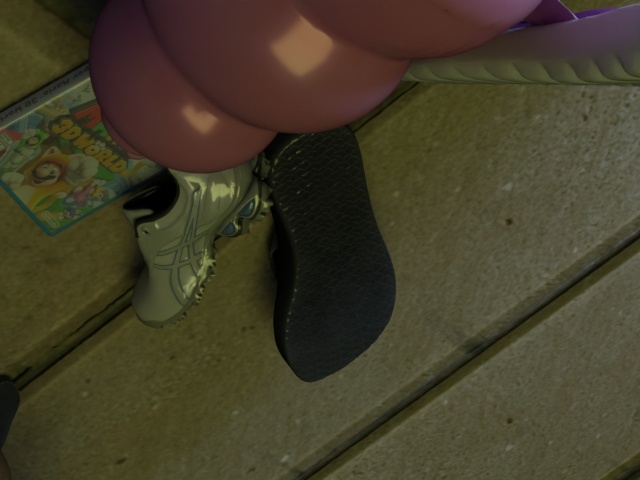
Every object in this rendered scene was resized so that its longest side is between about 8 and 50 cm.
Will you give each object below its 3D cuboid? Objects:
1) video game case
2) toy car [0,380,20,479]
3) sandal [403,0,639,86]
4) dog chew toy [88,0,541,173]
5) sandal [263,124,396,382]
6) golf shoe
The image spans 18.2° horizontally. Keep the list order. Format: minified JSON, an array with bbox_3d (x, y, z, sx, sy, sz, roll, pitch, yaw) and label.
[{"bbox_3d":[-0.137,-0.075,1.322,0.166,0.015,0.119,-29,143,5],"label":"video game case"},{"bbox_3d":[-0.279,0.186,1.444,0.155,0.188,0.149,18,164,-42],"label":"toy car"},{"bbox_3d":[0.179,-0.143,1.198,0.169,0.416,0.102,0,94,-30],"label":"sandal"},{"bbox_3d":[-0.008,-0.157,1.155,0.206,0.207,0.332,19,132,-43],"label":"dog chew toy"},{"bbox_3d":[0.001,-0.001,1.470,0.097,0.054,0.254,-21,134,-18],"label":"sandal"},{"bbox_3d":[-0.105,-0.009,1.384,0.086,0.069,0.176,15,133,-25],"label":"golf shoe"}]
